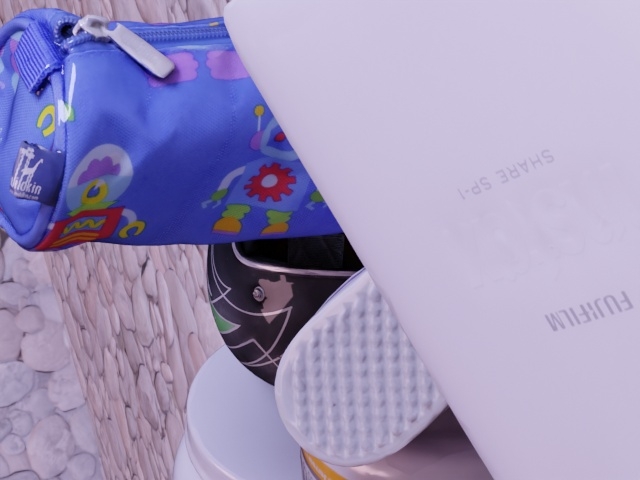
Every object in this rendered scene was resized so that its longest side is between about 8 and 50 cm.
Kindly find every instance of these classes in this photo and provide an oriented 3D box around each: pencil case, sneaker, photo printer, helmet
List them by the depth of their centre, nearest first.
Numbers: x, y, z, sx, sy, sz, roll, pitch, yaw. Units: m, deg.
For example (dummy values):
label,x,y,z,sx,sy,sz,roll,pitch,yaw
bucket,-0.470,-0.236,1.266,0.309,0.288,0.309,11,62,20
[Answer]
label,x,y,z,sx,sy,sz,roll,pitch,yaw
photo printer,0.121,-0.012,0.649,0.256,0.107,0.307,-24,99,56
sneaker,0.108,-0.005,0.859,0.282,0.161,0.102,-34,87,36
pencil case,-0.024,-0.065,0.907,0.119,0.306,0.133,66,148,34
helmet,0.005,0.020,1.113,0.169,0.169,0.161,115,154,-64

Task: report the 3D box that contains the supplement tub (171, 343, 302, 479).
label,x,y,z,sx,sy,sz,roll,pitch,yaw
supplement tub,-0.005,0.209,1.233,0.191,0.191,0.272,-122,25,-46

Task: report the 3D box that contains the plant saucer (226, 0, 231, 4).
label,x,y,z,sx,sy,sz,roll,pitch,yaw
plant saucer,-0.032,-0.209,1.269,0.198,0.036,0.199,167,90,-74

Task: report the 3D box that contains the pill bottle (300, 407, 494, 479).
label,x,y,z,sx,sy,sz,roll,pitch,yaw
pill bottle,0.073,0.189,1.027,0.162,0.162,0.278,-127,28,-53
